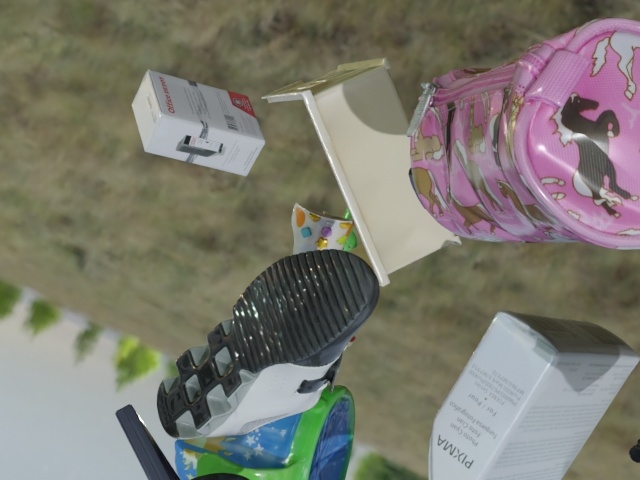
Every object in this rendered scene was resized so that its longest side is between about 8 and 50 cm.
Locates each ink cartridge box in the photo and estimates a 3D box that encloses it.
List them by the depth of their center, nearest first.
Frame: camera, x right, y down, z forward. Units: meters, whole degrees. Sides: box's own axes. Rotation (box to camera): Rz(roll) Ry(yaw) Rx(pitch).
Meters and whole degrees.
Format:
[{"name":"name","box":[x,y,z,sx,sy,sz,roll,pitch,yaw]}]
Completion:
[{"name":"ink cartridge box","box":[0.198,0.266,1.667,0.091,0.385,0.308,37,-167,26]},{"name":"ink cartridge box","box":[-0.145,-0.138,1.678,0.135,0.056,0.099,13,-145,-28]}]

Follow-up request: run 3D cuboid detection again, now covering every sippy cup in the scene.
[{"name":"sippy cup","box":[-0.089,0.309,2.130,0.224,0.240,0.305,11,154,16]}]

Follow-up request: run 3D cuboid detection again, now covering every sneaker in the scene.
[{"name":"sneaker","box":[-0.030,0.119,1.586,0.146,0.122,0.330,14,140,-41]}]

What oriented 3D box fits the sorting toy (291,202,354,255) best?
[{"name":"sorting toy","box":[0.000,0.000,1.841,0.083,0.075,0.045,13,-162,-16]}]

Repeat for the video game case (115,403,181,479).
[{"name":"video game case","box":[-0.148,0.324,1.628,0.196,0.026,0.274,56,172,35]}]

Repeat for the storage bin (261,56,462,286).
[{"name":"storage bin","box":[0.047,-0.096,1.890,0.262,0.123,0.260,66,168,-10]}]

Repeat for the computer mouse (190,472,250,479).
[{"name":"computer mouse","box":[-0.197,0.351,1.815,0.242,0.071,0.041,-17,174,-3]}]

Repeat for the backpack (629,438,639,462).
[{"name":"backpack","box":[0.349,0.211,1.118,0.182,0.152,0.115,64,178,4]}]

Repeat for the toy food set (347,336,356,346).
[{"name":"toy food set","box":[0.013,0.115,2.128,0.078,0.019,0.122,-4,-135,-52]}]

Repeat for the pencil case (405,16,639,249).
[{"name":"pencil case","box":[0.178,-0.074,1.116,0.167,0.160,0.386,-1,-178,-9]}]

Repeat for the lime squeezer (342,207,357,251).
[{"name":"lime squeezer","box":[0.006,0.008,2.250,0.059,0.310,0.110,5,-133,-30]}]
